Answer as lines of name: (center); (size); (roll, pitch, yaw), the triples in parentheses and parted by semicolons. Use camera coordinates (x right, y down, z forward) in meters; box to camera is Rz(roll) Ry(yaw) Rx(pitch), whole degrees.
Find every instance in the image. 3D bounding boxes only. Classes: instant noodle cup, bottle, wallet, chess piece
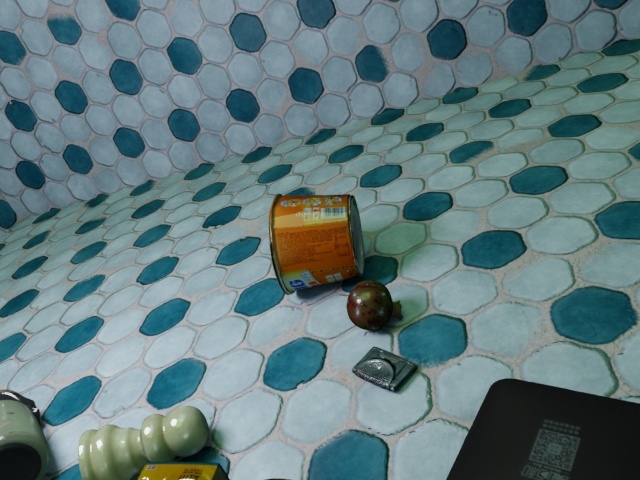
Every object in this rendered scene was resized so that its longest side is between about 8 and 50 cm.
instant noodle cup: (0.000, 0.000, 1.540); (0.214, 0.296, 0.296); (-6, 31, 11)
bottle: (-0.772, 0.479, 1.367); (0.168, 0.168, 0.347); (-35, 26, -22)
wallet: (0.135, 0.274, 1.202); (0.088, 0.026, 0.129); (-39, 32, -28)
chess piece: (-0.364, 0.431, 1.190); (0.251, 0.144, 0.144); (-20, 28, -5)

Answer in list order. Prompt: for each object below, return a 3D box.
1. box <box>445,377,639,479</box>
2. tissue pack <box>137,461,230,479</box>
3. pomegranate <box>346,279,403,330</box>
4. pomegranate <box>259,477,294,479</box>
box: (0.365, 0.347, 0.862); (0.290, 0.073, 0.289); (3, 36, 39)
tissue pack: (-0.246, 0.475, 1.030); (0.169, 0.120, 0.082); (-8, 29, 23)
pomegranate: (0.124, 0.152, 1.326); (0.130, 0.130, 0.130); (-17, 28, 10)
pomegranate: (0.001, 0.447, 0.762); (0.341, 0.285, 0.285); (-23, 26, -25)
